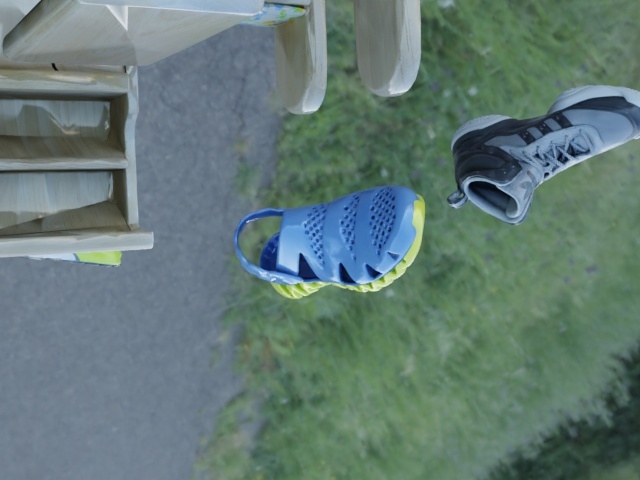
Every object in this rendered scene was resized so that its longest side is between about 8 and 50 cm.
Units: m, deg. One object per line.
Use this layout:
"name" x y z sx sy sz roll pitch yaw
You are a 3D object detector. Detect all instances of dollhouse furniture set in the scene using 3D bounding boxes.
"dollhouse furniture set" -0.176 -0.112 0.726 0.362 0.256 0.394 -4 -177 -28

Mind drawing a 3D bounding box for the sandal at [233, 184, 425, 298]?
"sandal" 0.000 0.000 1.218 0.138 0.126 0.317 25 150 -35

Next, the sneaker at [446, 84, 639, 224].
"sneaker" 0.287 -0.101 1.202 0.268 0.153 0.101 -11 131 30

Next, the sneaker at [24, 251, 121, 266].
"sneaker" -0.389 -0.035 1.295 0.111 0.121 0.300 5 177 30
